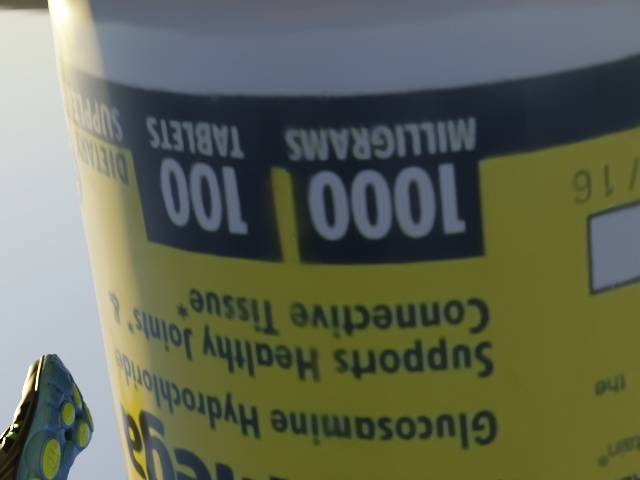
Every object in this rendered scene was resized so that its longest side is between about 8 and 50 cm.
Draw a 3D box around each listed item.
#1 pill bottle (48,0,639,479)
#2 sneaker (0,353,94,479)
[{"bbox_3d":[0.038,0.063,0.468,0.187,0.334,0.188,-6,-160,2],"label":"pill bottle"},{"bbox_3d":[-0.198,0.143,1.059,0.078,0.067,0.188,-14,-144,17],"label":"sneaker"}]
